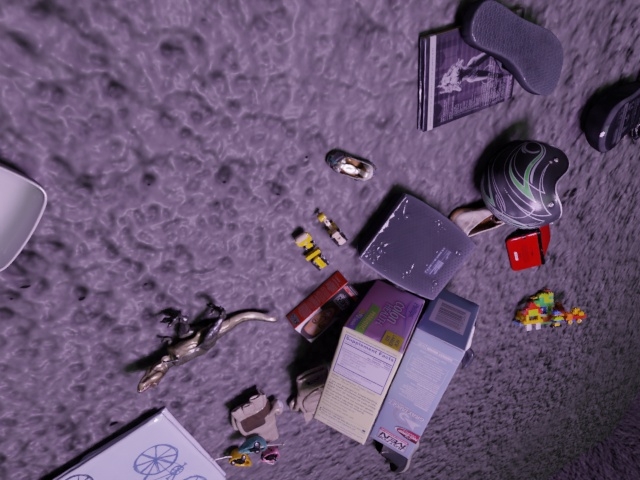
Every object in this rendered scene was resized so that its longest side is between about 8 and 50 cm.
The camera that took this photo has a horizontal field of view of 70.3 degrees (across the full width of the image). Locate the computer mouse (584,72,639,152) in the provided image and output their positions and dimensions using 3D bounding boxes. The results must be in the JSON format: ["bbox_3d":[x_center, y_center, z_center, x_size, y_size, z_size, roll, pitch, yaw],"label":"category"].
[{"bbox_3d":[0.692,-0.293,1.068,0.272,0.072,0.189,-30,131,-29],"label":"computer mouse"}]

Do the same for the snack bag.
[{"bbox_3d":[-0.401,0.518,0.931,0.342,0.037,0.323,-31,131,-12],"label":"snack bag"}]

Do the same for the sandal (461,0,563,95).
[{"bbox_3d":[0.339,-0.340,0.796,0.254,0.054,0.097,20,101,-31],"label":"sandal"}]

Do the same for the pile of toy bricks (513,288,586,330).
[{"bbox_3d":[0.687,0.201,1.387,0.212,0.118,0.105,-5,95,-12],"label":"pile of toy bricks"}]

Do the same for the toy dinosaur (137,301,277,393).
[{"bbox_3d":[-0.208,0.162,0.800,0.268,0.064,0.118,-26,137,-19],"label":"toy dinosaur"}]

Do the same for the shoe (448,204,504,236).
[{"bbox_3d":[0.391,-0.050,1.037,0.219,0.058,0.077,-14,127,-25],"label":"shoe"}]

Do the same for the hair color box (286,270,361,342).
[{"bbox_3d":[0.008,0.136,0.928,0.141,0.043,0.072,-42,134,-1],"label":"hair color box"}]

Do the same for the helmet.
[{"bbox_3d":[0.417,-0.108,0.936,0.169,0.169,0.162,33,78,-42],"label":"helmet"}]

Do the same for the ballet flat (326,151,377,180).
[{"bbox_3d":[0.062,-0.122,0.790,0.114,0.041,0.041,11,113,-38],"label":"ballet flat"}]

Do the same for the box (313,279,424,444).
[{"bbox_3d":[0.103,0.244,0.945,0.213,0.117,0.243,-40,150,-59],"label":"box"}]

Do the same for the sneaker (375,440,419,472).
[{"bbox_3d":[0.216,0.647,1.402,0.118,0.083,0.222,0,129,-11],"label":"sneaker"}]

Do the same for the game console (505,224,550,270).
[{"bbox_3d":[0.554,-0.002,1.208,0.124,0.085,0.144,-17,135,18],"label":"game console"}]

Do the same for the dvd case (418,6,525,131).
[{"bbox_3d":[0.268,-0.304,0.814,0.221,0.018,0.165,-24,131,-19],"label":"dvd case"}]

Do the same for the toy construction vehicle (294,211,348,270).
[{"bbox_3d":[0.000,0.000,0.843,0.086,0.035,0.098,-38,131,10],"label":"toy construction vehicle"}]

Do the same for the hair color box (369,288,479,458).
[{"bbox_3d":[0.244,0.317,1.085,0.185,0.113,0.375,-41,150,-53],"label":"hair color box"}]

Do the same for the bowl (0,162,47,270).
[{"bbox_3d":[-0.414,-0.040,0.530,0.142,0.053,0.142,29,101,-42],"label":"bowl"}]

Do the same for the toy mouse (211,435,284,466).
[{"bbox_3d":[-0.138,0.475,1.033,0.143,0.031,0.161,-35,131,21],"label":"toy mouse"}]

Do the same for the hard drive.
[{"bbox_3d":[0.200,0.014,0.949,0.254,0.054,0.172,29,102,-35],"label":"hard drive"}]

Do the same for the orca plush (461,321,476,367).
[{"bbox_3d":[0.331,0.276,1.197,0.102,0.151,0.287,-36,139,-51],"label":"orca plush"}]

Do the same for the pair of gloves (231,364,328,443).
[{"bbox_3d":[-0.081,0.373,1.031,0.240,0.042,0.204,-24,136,-9],"label":"pair of gloves"}]
